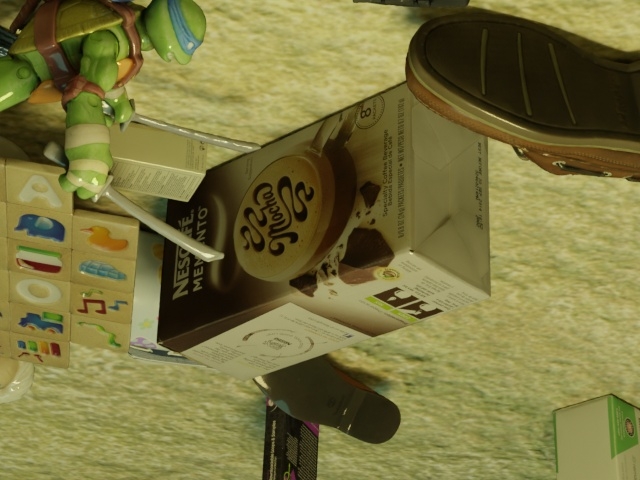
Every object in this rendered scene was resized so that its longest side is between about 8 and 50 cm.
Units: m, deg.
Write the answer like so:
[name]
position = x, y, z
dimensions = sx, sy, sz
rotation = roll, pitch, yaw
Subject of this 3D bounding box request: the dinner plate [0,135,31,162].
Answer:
[dinner plate]
position = -0.337, -0.066, 1.723
dimensions = 0.141, 0.017, 0.141
rotation = 2, 154, 1

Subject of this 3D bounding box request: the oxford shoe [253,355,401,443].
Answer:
[oxford shoe]
position = -0.010, 0.164, 2.105
dimensions = 0.212, 0.076, 0.076
rotation = 33, 180, -31

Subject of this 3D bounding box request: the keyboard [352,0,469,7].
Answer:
[keyboard]
position = 0.084, -0.260, 1.317
dimensions = 0.201, 0.033, 0.317
rotation = -2, 153, 6

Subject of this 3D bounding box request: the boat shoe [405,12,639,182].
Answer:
[boat shoe]
position = 0.196, -0.099, 1.534
dimensions = 0.307, 0.111, 0.104
rotation = 13, 149, -21

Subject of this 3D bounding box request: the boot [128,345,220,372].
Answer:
[boot]
position = -0.127, 0.096, 1.966
dimensions = 0.190, 0.069, 0.086
rotation = -3, 155, 12

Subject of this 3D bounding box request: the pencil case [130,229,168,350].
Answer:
[pencil case]
position = -0.159, 0.056, 1.843
dimensions = 0.273, 0.113, 0.124
rotation = 13, 139, -23

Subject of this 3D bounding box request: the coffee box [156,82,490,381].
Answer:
[coffee box]
position = 0.000, 0.000, 1.672
dimensions = 0.297, 0.168, 0.119
rotation = -22, 145, 36

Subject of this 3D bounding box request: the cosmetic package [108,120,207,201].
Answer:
[cosmetic package]
position = -0.164, -0.074, 1.672
dimensions = 0.115, 0.041, 0.060
rotation = 11, 151, -19

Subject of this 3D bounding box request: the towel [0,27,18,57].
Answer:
[towel]
position = -0.296, -0.143, 1.558
dimensions = 0.067, 0.029, 0.119
rotation = 22, 146, -33

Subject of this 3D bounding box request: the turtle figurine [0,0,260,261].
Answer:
[turtle figurine]
position = -0.203, -0.080, 1.458
dimensions = 0.266, 0.198, 0.275
rotation = -8, 139, 10

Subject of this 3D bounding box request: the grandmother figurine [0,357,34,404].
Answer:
[grandmother figurine]
position = -0.388, 0.073, 1.908
dimensions = 0.207, 0.104, 0.342
rotation = 3, 152, 20

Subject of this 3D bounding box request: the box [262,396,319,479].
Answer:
[box]
position = -0.035, 0.263, 2.185
dimensions = 0.029, 0.162, 0.116
rotation = -8, 151, 18

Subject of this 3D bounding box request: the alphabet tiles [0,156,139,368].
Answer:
[alphabet tiles]
position = -0.307, 0.018, 1.674
dimensions = 0.285, 0.011, 0.342
rotation = 11, 148, -2

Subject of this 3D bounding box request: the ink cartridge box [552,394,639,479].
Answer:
[ink cartridge box]
position = 0.377, 0.294, 2.236
dimensions = 0.093, 0.154, 0.212
rotation = -22, 144, 35
